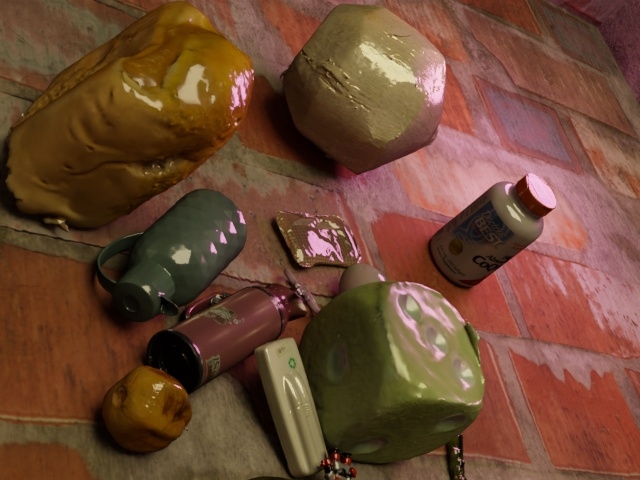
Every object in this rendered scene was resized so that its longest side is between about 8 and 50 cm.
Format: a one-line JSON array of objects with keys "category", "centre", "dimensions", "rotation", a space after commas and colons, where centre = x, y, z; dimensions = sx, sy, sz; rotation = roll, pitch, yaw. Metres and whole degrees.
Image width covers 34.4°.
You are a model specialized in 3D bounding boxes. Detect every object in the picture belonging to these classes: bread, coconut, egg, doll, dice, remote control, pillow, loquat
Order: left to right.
[{"category": "bread", "centre": [-0.294, -0.201, 1.719], "dimensions": [0.250, 0.394, 0.361], "rotation": [51, 29, -23]}, {"category": "loquat", "centre": [-0.253, 0.251, 1.528], "dimensions": [0.137, 0.137, 0.113], "rotation": [18, 18, -35]}, {"category": "remote control", "centre": [-0.043, 0.278, 1.733], "dimensions": [0.090, 0.049, 0.230], "rotation": [-14, 86, -52]}, {"category": "pillow", "centre": [-0.001, -0.002, 2.119], "dimensions": [0.211, 0.034, 0.135], "rotation": [0, 55, -49]}, {"category": "doll", "centre": [0.022, 0.425, 1.684], "dimensions": [0.109, 0.057, 0.169], "rotation": [30, 64, -37]}, {"category": "egg", "centre": [0.090, 0.107, 2.049], "dimensions": [0.103, 0.103, 0.135], "rotation": [-1, 56, -47]}, {"category": "coconut", "centre": [0.107, -0.323, 2.285], "dimensions": [0.360, 0.346, 0.346], "rotation": [38, 36, -4]}, {"category": "dice", "centre": [0.122, 0.234, 1.833], "dimensions": [0.249, 0.254, 0.252], "rotation": [12, 50, -36]}]

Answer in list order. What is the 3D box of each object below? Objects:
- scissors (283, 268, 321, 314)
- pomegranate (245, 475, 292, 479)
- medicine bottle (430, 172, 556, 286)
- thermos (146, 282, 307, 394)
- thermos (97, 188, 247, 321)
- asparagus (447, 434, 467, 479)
[{"category": "scissors", "centre": [-0.033, 0.093, 1.904], "dimensions": [0.110, 0.021, 0.212], "rotation": [51, -3, 3]}, {"category": "pomegranate", "centre": [-0.074, 0.450, 1.513], "dimensions": [0.180, 0.179, 0.210], "rotation": [-39, 124, -55]}, {"category": "medicine bottle", "centre": [0.396, -0.029, 2.342], "dimensions": [0.157, 0.288, 0.157], "rotation": [28, 40, -26]}, {"category": "thermos", "centre": [-0.157, 0.151, 1.758], "dimensions": [0.330, 0.136, 0.110], "rotation": [-27, 105, -54]}, {"category": "thermos", "centre": [-0.257, 0.027, 1.735], "dimensions": [0.182, 0.145, 0.286], "rotation": [19, 33, 15]}, {"category": "asparagus", "centre": [0.264, 0.442, 1.975], "dimensions": [0.036, 0.030, 0.165], "rotation": [36, 35, -34]}]
